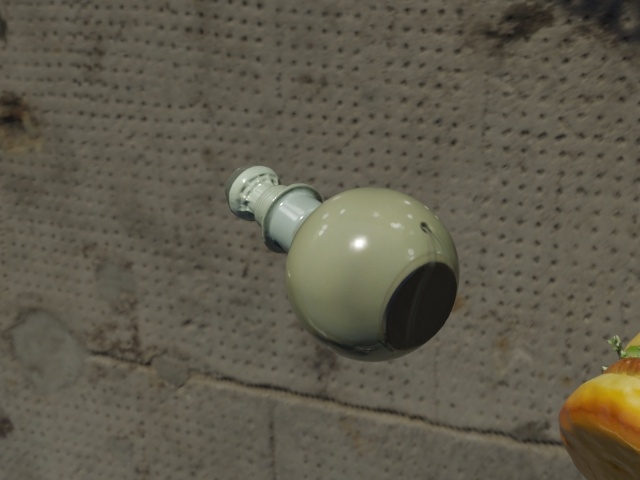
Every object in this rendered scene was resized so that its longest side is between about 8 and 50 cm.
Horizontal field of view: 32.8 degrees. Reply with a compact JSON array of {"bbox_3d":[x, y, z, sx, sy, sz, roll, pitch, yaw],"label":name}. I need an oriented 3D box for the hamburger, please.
[{"bbox_3d":[0.320,0.161,0.862,0.246,0.170,0.246,45,166,14],"label":"hamburger"}]

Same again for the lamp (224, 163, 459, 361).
[{"bbox_3d":[0.000,0.000,0.594,0.163,0.091,0.091,33,122,40],"label":"lamp"}]
